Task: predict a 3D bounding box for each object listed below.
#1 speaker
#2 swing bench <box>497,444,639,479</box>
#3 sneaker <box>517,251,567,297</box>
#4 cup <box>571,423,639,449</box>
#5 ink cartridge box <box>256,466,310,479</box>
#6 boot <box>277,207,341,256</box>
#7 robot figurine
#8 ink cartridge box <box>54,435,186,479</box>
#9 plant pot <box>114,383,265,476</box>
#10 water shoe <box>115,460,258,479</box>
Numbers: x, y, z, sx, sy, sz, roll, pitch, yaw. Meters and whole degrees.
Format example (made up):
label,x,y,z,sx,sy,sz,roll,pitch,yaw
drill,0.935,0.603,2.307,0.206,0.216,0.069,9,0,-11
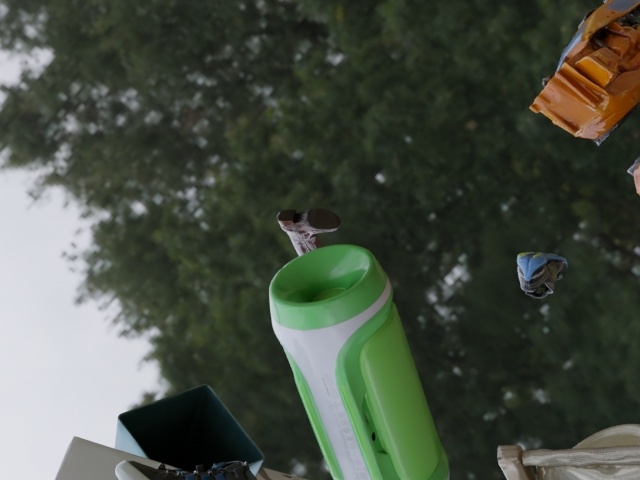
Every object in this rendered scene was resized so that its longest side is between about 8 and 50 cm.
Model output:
label,x,y,z,sx,sy,sz,roll,pitch,yaw
speaker,0.044,0.156,1.298,0.131,0.131,0.297,-109,0,-62
swing bench,0.255,0.284,0.943,0.255,0.253,0.165,-67,-38,-47
sneaker,0.378,0.060,2.212,0.067,0.078,0.188,6,-177,24
cup,0.444,0.396,1.762,0.237,0.331,0.331,56,-169,-15
ink cartridge box,-0.096,0.475,2.267,0.219,0.093,0.160,19,-170,-20
boot,0.000,0.000,1.861,0.106,0.037,0.114,9,147,31
robot figurine,0.290,-0.124,1.003,0.211,0.085,0.291,44,-137,7
ink cartridge box,-0.192,0.388,1.665,0.306,0.131,0.226,16,152,5
plant pot,-0.219,0.376,1.961,0.165,0.234,0.165,-17,-130,-36
water shoe,-0.103,0.252,1.271,0.203,0.080,0.073,26,163,-1
